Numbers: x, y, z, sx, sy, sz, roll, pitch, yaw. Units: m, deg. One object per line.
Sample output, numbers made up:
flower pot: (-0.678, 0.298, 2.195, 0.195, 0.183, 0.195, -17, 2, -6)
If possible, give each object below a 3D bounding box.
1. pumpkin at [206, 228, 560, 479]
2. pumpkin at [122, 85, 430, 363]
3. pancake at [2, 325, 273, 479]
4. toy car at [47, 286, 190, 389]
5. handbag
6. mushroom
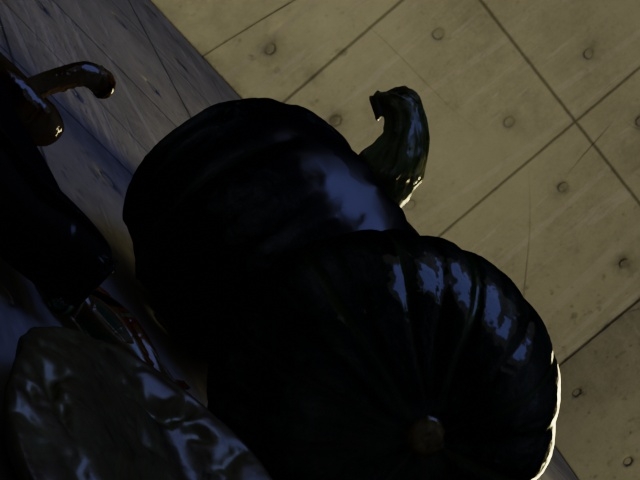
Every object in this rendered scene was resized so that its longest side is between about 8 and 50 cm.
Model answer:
pumpkin: (0.039, 0.105, 1.155, 0.250, 0.250, 0.216, 46, 5, -35)
pumpkin: (0.000, 0.000, 1.381, 0.296, 0.296, 0.296, 49, 6, -7)
pancake: (-0.092, 0.142, 0.895, 0.242, 0.050, 0.242, 41, 13, -11)
toy car: (-0.139, 0.062, 1.104, 0.122, 0.035, 0.059, 53, 10, 18)
handbag: (-0.245, -0.081, 1.053, 0.247, 0.080, 0.223, 52, -1, 42)
mushroom: (-0.224, -0.113, 1.345, 0.129, 0.072, 0.088, 1, 22, -36)
